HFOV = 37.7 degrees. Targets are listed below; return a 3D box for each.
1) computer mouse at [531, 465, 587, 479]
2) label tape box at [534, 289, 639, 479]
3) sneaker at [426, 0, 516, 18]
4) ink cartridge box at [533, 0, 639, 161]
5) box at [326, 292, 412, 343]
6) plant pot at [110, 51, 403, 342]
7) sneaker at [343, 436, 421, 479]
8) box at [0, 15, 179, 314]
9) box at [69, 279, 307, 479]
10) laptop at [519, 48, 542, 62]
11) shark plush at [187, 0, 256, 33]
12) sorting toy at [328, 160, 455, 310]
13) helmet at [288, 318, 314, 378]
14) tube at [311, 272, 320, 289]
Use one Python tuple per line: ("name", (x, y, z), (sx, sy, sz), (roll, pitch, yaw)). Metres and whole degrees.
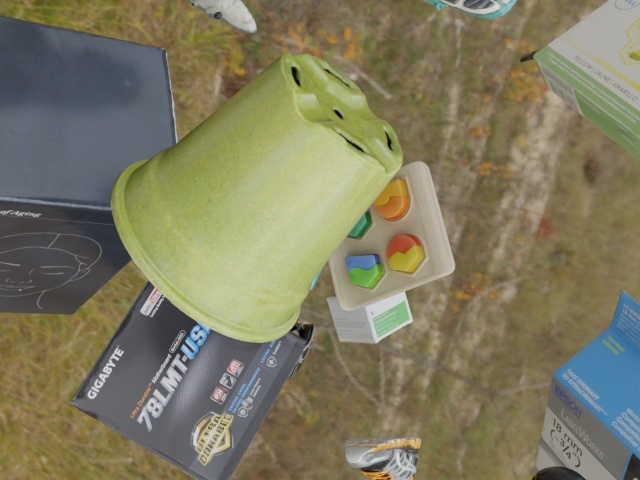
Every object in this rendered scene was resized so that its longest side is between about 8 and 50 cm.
("computer mouse", (0.284, 0.312, 1.162), (0.242, 0.071, 0.041), (81, 3, -68))
("label tape box", (0.420, 0.273, 1.266), (0.106, 0.240, 0.334), (-21, 133, -21))
("sneaker", (0.143, -0.314, 1.062), (0.107, 0.275, 0.110), (-44, 131, 4))
("ink cartridge box", (0.341, -0.186, 0.856), (0.235, 0.171, 0.056), (-37, 133, 2))
("box", (0.087, 0.121, 1.645), (0.101, 0.102, 0.087), (-25, 102, -38))
("plant pot", (-0.053, -0.067, 1.076), (0.254, 0.276, 0.276), (-43, 156, 26))
("sneaker", (0.103, 0.350, 1.471), (0.215, 0.084, 0.083), (20, 70, -57))
("box", (-0.530, -0.096, 1.422), (0.480, 0.472, 0.297), (5, 67, -34))
("box", (-0.220, 0.225, 1.597), (0.295, 0.293, 0.073), (-59, -174, -16))
("laptop", (0.452, -0.241, 1.341), (0.234, 0.264, 0.136), (-17, 98, -7))
("shark plush", (-0.174, -0.361, 1.463), (0.067, 0.161, 0.073), (50, 58, -55))
("sorting toy", (0.096, -0.006, 1.495), (0.038, 0.208, 0.193), (14, 59, -56))
("helmet", (-0.102, 0.219, 1.953), (0.169, 0.169, 0.161), (-35, 167, -41))
("tube", (0.000, 0.000, 1.858), (0.080, 0.052, 0.207), (5, 118, -43))
